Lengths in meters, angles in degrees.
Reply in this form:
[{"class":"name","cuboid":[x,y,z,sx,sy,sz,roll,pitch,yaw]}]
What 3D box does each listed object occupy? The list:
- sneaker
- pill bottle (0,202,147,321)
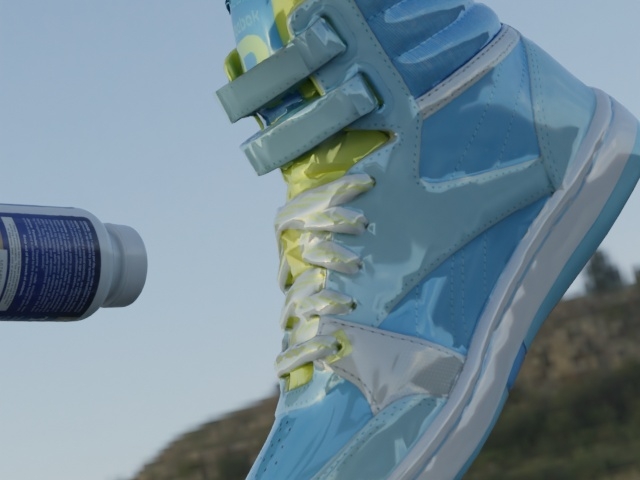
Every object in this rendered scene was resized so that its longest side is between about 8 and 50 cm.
[{"class":"sneaker","cuboid":[0.000,0.000,0.847,0.127,0.208,0.319,-23,28,57]},{"class":"pill bottle","cuboid":[-0.161,0.013,1.041,0.120,0.067,0.067,3,-20,-43]}]
